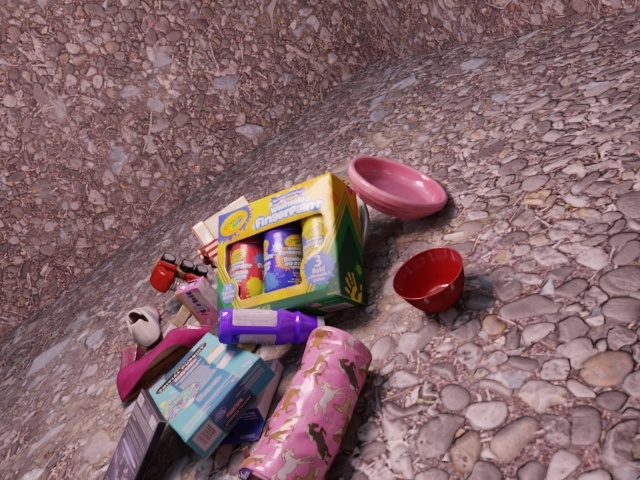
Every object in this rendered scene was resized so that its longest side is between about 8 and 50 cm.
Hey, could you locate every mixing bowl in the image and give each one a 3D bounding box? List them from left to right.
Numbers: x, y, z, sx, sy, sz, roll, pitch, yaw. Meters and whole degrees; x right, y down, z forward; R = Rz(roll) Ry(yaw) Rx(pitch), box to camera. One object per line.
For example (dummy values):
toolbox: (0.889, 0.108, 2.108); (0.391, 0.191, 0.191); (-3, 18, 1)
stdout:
mixing bowl: (0.280, 0.112, 1.184); (0.181, 0.098, 0.181); (-27, 26, 14)

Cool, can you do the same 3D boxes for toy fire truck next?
toy fire truck: (-0.565, 0.198, 1.895); (0.158, 0.217, 0.246); (-57, 25, 19)

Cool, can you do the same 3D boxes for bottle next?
bottle: (-0.132, 0.234, 1.301); (0.118, 0.283, 0.092); (117, 154, -66)

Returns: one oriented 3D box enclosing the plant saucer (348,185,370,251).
plant saucer: (0.000, 0.000, 1.605); (0.400, 0.100, 0.400); (-17, 57, 27)

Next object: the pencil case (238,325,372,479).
pencil case: (-0.023, 0.368, 1.030); (0.386, 0.167, 0.160); (-57, -1, -39)

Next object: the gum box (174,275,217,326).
gum box: (-0.412, 0.217, 1.689); (0.107, 0.188, 0.062); (-19, 29, 26)

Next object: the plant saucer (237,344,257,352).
plant saucer: (-0.223, 0.327, 1.482); (0.083, 0.015, 0.083); (-26, 27, 14)

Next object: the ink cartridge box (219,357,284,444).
ink cartridge box: (-0.223, 0.428, 1.275); (0.223, 0.045, 0.224); (-20, 29, 27)

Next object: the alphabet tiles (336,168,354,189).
alphabet tiles: (0.112, -0.234, 2.070); (0.342, 0.011, 0.285); (-43, 28, -18)

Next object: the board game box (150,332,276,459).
board game box: (-0.302, 0.392, 1.282); (0.254, 0.079, 0.336); (-47, 26, -25)

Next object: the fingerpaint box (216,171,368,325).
fingerpaint box: (-0.104, 0.049, 1.459); (0.445, 0.163, 0.371); (-17, 64, 29)

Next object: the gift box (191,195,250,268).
gift box: (-0.308, 0.027, 1.790); (0.258, 0.276, 0.255); (-34, -14, -6)

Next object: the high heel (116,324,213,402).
high heel: (-0.508, 0.410, 1.614); (0.377, 0.127, 0.181); (-22, 57, 14)

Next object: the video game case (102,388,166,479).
video game case: (-0.486, 0.552, 1.242); (0.196, 0.026, 0.274); (16, 83, 56)

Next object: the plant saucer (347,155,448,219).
plant saucer: (0.240, -0.165, 1.551); (0.332, 0.332, 0.084); (-90, 16, -60)

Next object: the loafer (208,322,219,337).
loafer: (-0.282, 0.272, 1.580); (0.096, 0.084, 0.267); (-13, 36, 38)

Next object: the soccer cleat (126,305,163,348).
soccer cleat: (-0.714, 0.310, 1.925); (0.116, 0.143, 0.331); (-41, 26, -14)
